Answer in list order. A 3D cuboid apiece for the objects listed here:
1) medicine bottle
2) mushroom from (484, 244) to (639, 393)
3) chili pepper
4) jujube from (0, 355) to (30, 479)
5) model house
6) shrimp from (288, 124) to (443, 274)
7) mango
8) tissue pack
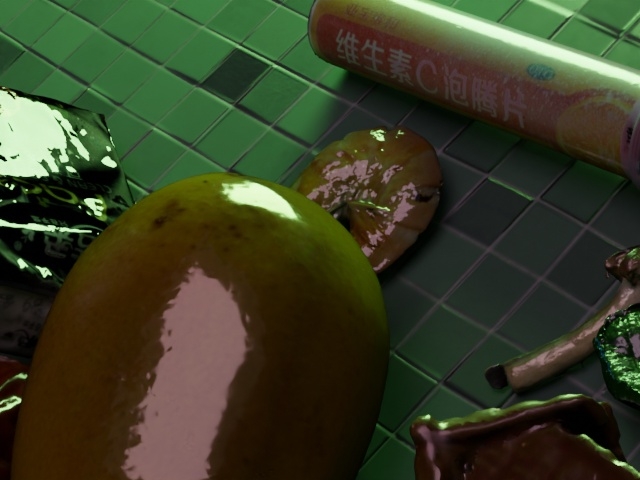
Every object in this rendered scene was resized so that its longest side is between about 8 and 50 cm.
[{"bbox_3d":[0.161,-0.148,1.766,0.426,0.108,0.108,25,67,43],"label":"medicine bottle"},{"bbox_3d":[0.215,0.065,1.581,0.187,0.061,0.060,-36,49,1],"label":"mushroom"},{"bbox_3d":[0.286,0.128,1.474,0.098,0.061,0.224,-1,33,-31],"label":"chili pepper"},{"bbox_3d":[-0.323,0.230,1.640,0.197,0.197,0.290,7,49,33],"label":"jujube"},{"bbox_3d":[0.163,0.235,1.353,0.219,0.199,0.229,-44,45,-8],"label":"model house"},{"bbox_3d":[-0.001,0.000,1.755,0.267,0.061,0.145,-37,54,-8],"label":"shrimp"},{"bbox_3d":[-0.100,0.152,1.560,0.300,0.232,0.446,-2,60,19],"label":"mango"},{"bbox_3d":[-0.275,-0.026,1.808,0.123,0.245,0.332,-59,34,29],"label":"tissue pack"}]
